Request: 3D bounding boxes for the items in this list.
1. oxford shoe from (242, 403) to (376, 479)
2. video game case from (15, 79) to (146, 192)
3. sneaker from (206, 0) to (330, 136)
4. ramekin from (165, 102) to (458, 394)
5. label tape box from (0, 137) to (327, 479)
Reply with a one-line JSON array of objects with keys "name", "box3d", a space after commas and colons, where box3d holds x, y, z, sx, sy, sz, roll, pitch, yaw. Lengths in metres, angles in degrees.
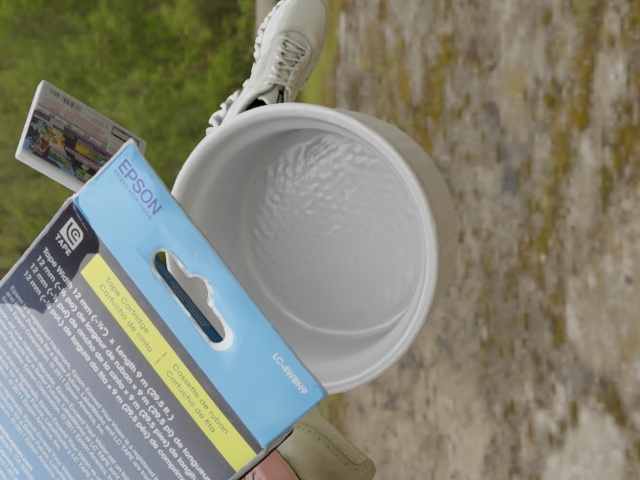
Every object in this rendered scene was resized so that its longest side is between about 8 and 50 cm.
[{"name": "oxford shoe", "box3d": [-0.081, 0.204, 1.520, 0.397, 0.146, 0.140, 48, 152, 39]}, {"name": "video game case", "box3d": [-0.374, -0.144, 1.931, 0.023, 0.201, 0.183, -41, 30, 32]}, {"name": "sneaker", "box3d": [-0.063, -0.246, 1.840, 0.292, 0.110, 0.118, -63, 17, 0]}, {"name": "ramekin", "box3d": [0.000, 0.000, 1.190, 0.135, 0.277, 0.277, -24, -63, -66]}, {"name": "label tape box", "box3d": [-0.156, 0.111, 1.011, 0.348, 0.115, 0.249, -44, 81, 28]}]
